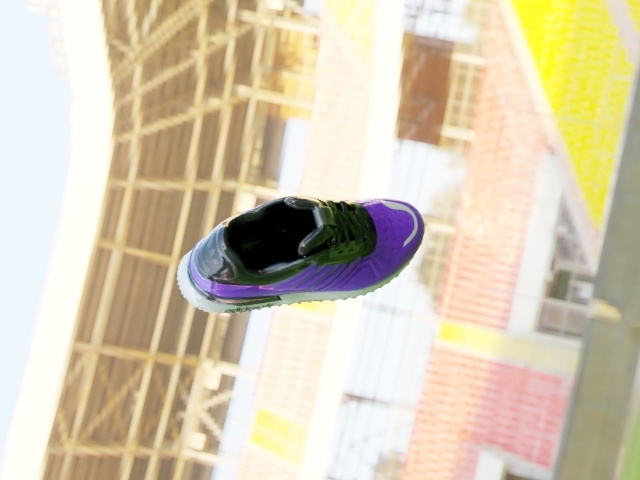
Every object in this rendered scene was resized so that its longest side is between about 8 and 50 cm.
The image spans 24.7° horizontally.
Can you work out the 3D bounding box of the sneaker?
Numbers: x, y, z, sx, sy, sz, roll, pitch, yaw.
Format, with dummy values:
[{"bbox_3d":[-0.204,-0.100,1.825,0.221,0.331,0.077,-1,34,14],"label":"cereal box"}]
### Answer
[{"bbox_3d":[0.000,0.001,1.585,0.102,0.293,0.146,67,154,18],"label":"sneaker"}]
